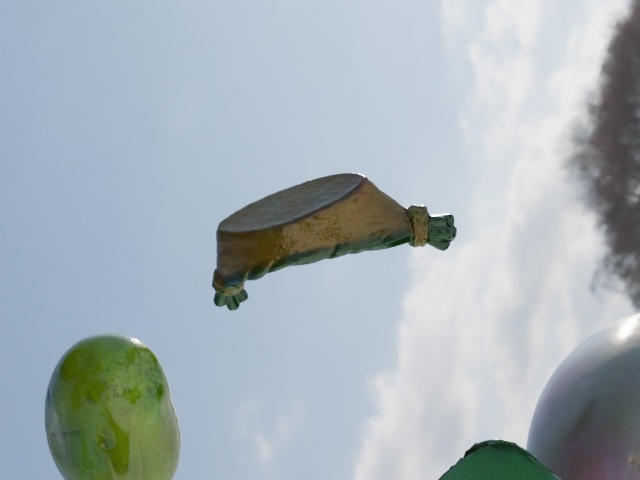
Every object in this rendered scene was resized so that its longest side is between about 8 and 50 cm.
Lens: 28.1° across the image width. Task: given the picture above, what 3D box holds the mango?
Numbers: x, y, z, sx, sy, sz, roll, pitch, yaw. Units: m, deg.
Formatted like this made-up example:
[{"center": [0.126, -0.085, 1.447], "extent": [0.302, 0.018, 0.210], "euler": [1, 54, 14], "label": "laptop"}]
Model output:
[{"center": [-0.161, 0.137, 0.989], "extent": [0.089, 0.117, 0.163], "euler": [-24, -48, -37], "label": "mango"}]

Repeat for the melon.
[{"center": [0.293, 0.177, 1.095], "extent": [0.317, 0.223, 0.223], "euler": [-31, -43, -60], "label": "melon"}]

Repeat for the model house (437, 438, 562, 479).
[{"center": [0.061, 0.301, 0.459], "extent": [0.357, 0.242, 0.313], "euler": [-41, -47, -14], "label": "model house"}]

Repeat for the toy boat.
[{"center": [0.000, 0.000, 1.107], "extent": [0.089, 0.229, 0.088], "euler": [-79, -33, -57], "label": "toy boat"}]
